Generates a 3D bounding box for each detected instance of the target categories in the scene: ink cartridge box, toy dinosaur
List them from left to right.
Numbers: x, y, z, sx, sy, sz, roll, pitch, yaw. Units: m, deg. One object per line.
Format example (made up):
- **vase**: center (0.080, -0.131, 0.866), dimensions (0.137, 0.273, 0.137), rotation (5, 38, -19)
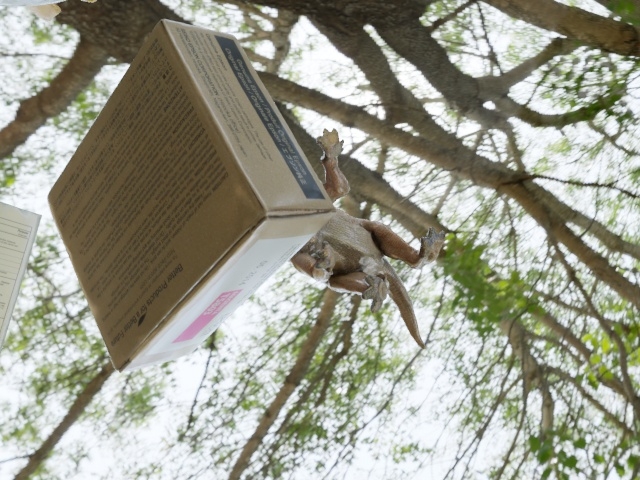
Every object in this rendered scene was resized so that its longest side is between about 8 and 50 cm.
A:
- **ink cartridge box**: center (-0.123, -0.030, 0.599), dimensions (0.234, 0.088, 0.193), rotation (-43, -113, 34)
- **toy dinosaur**: center (0.000, 0.000, 0.760), dimensions (0.295, 0.127, 0.200), rotation (37, -20, -21)

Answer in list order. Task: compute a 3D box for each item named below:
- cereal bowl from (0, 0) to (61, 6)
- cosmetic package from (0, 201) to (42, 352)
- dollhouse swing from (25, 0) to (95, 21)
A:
- **cereal bowl**: center (-0.232, -0.345, 0.472), dimensions (0.141, 0.339, 0.339), rotation (-20, -87, 45)
- **cosmetic package**: center (-0.639, 0.072, 1.288), dimensions (0.129, 0.153, 0.296), rotation (0, -108, 51)
- **dollhouse swing**: center (-0.297, -0.464, 0.797), dimensions (0.346, 0.305, 0.315), rotation (-39, -66, 1)
